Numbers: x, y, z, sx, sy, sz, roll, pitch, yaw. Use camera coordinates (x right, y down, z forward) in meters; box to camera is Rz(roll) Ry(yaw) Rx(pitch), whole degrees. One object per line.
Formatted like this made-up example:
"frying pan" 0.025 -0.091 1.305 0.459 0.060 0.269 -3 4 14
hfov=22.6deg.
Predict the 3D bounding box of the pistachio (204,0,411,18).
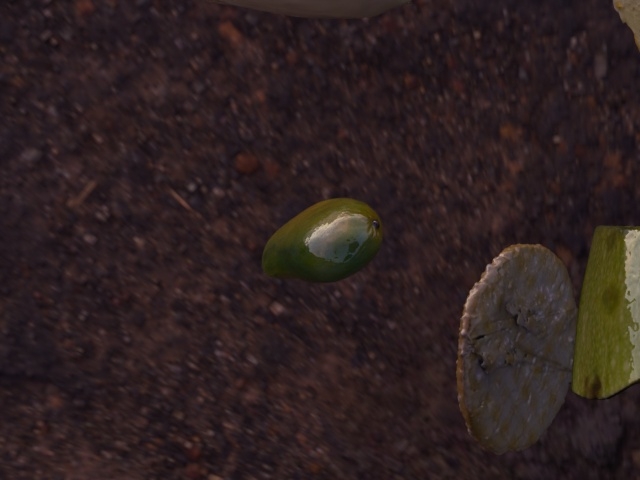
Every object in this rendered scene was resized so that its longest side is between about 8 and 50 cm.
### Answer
"pistachio" -0.038 -0.218 1.020 0.229 0.157 0.157 18 79 -7

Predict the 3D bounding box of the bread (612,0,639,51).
"bread" 0.321 -0.175 1.169 0.188 0.068 0.125 -35 101 -11

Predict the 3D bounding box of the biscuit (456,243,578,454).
"biscuit" 0.201 0.110 1.613 0.033 0.220 0.220 10 77 40

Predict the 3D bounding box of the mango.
"mango" 0.003 -0.003 2.013 0.191 0.085 0.122 4 54 54

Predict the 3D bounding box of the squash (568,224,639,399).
"squash" 0.250 0.038 1.317 0.085 0.192 0.184 42 79 -11
